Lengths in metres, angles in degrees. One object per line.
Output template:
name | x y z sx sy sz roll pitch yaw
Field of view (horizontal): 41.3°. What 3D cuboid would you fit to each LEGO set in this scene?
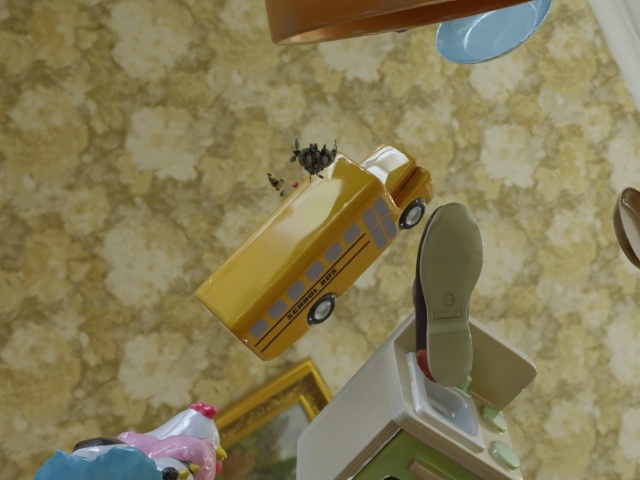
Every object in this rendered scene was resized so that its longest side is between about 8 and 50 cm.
LEGO set | -0.014 -0.076 0.880 0.054 0.083 0.023 34 9 -27

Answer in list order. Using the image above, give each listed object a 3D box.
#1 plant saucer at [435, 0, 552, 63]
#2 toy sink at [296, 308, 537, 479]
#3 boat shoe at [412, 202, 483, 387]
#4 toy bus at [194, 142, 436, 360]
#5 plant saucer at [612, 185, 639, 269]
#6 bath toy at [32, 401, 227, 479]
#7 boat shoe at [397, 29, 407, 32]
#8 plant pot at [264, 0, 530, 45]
plant saucer | 0.273 -0.334 1.317 0.037 0.195 0.195 46 -7 -38
toy sink | 0.103 0.202 0.857 0.153 0.234 0.131 34 21 -17
boat shoe | 0.092 0.039 0.634 0.043 0.049 0.136 -157 -113 -79
toy bus | 0.000 0.000 1.120 0.108 0.332 0.130 38 -10 35
plant saucer | 0.274 -0.006 0.732 0.015 0.083 0.083 -25 -85 41
bath toy | -0.179 0.254 0.945 0.151 0.129 0.348 37 0 8
boat shoe | 0.186 -0.368 1.039 0.324 0.117 0.096 -43 -115 30
plant pot | 0.050 -0.245 0.578 0.205 0.205 0.187 11 -66 65
